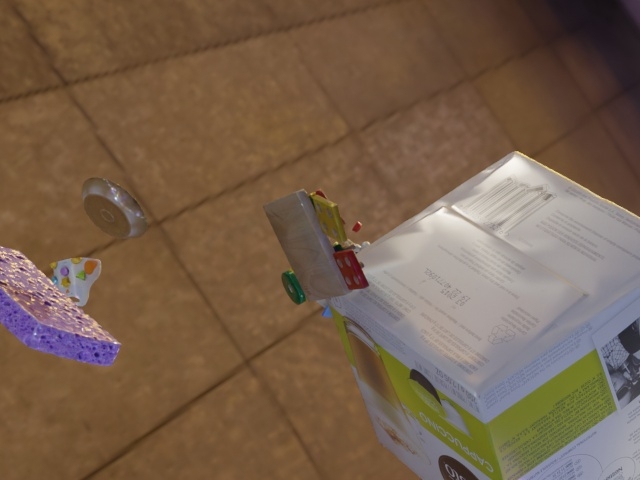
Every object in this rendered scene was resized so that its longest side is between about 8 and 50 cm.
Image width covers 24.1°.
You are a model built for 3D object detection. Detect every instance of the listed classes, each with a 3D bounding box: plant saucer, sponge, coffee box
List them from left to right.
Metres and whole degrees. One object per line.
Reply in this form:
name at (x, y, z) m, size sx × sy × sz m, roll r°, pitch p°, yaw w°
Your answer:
sponge at (-0.303, 0.058, 1.526) m, size 0.210 × 0.031 × 0.117 m, roll 35°, pitch 9°, yaw 39°
plant saucer at (-0.220, -0.030, 1.571) m, size 0.083 × 0.083 × 0.015 m, roll 49°, pitch 53°, yaw -15°
coffee box at (0.261, 0.150, 1.948) m, size 0.337 × 0.338 × 0.334 m, roll 37°, pitch -26°, yaw 47°

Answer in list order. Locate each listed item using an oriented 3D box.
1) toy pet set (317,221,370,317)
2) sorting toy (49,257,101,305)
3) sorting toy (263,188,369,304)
toy pet set at (0.032, 0.052, 2.035) m, size 0.065 × 0.114 × 0.122 m, roll 36°, pitch 35°, yaw 8°
sorting toy at (-0.383, 0.069, 2.306) m, size 0.045 × 0.083 × 0.075 m, roll 29°, pitch 52°, yaw -57°
sorting toy at (0.000, 0.000, 1.775) m, size 0.046 × 0.274 × 0.132 m, roll -27°, pitch 93°, yaw -20°
